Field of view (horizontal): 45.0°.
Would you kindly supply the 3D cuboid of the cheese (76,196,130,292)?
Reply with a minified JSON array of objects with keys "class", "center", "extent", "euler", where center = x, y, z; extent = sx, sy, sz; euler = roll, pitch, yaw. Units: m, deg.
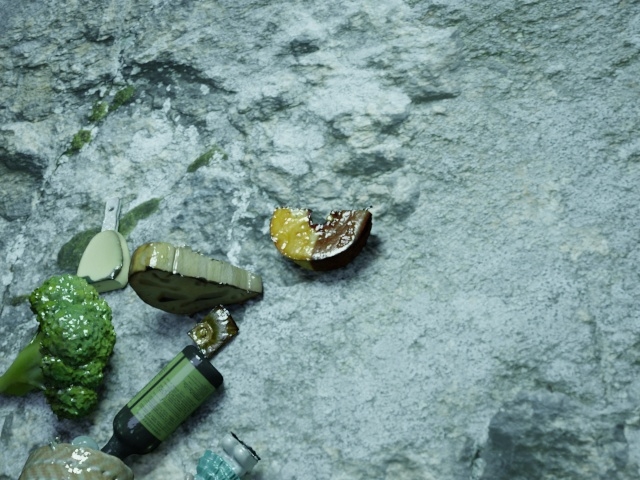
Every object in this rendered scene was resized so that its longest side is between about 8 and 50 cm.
[{"class":"cheese","center":[-0.488,0.003,1.776],"extent":[0.127,0.054,0.251],"euler":[-11,54,13]}]

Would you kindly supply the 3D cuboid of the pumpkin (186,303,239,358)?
[{"class":"pumpkin","center":[-0.217,0.188,1.569],"extent":[0.101,0.035,0.073],"euler":[-38,68,-8]}]

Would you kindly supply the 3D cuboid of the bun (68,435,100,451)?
[{"class":"bun","center":[-0.465,0.418,1.493],"extent":[0.083,0.045,0.083],"euler":[-12,55,18]}]

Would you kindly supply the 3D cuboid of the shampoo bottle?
[{"class":"shampoo bottle","center":[-0.316,0.328,1.466],"extent":[0.284,0.101,0.101],"euler":[-44,54,-12]}]

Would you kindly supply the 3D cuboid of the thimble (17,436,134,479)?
[{"class":"thimble","center":[-0.440,0.458,1.359],"extent":[0.196,0.229,0.148],"euler":[23,51,-13]}]

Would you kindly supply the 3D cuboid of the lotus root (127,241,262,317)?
[{"class":"lotus root","center":[-0.270,0.087,1.568],"extent":[0.170,0.260,0.074],"euler":[-38,44,34]}]

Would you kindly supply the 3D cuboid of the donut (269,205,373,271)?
[{"class":"donut","center":[-0.002,-0.001,1.585],"extent":[0.217,0.085,0.141],"euler":[7,61,24]}]

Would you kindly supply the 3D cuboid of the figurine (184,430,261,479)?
[{"class":"figurine","center":[-0.216,0.448,1.351],"extent":[0.138,0.110,0.245],"euler":[27,66,42]}]

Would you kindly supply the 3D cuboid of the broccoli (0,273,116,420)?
[{"class":"broccoli","center":[-0.512,0.242,1.580],"extent":[0.254,0.186,0.302],"euler":[40,120,32]}]
